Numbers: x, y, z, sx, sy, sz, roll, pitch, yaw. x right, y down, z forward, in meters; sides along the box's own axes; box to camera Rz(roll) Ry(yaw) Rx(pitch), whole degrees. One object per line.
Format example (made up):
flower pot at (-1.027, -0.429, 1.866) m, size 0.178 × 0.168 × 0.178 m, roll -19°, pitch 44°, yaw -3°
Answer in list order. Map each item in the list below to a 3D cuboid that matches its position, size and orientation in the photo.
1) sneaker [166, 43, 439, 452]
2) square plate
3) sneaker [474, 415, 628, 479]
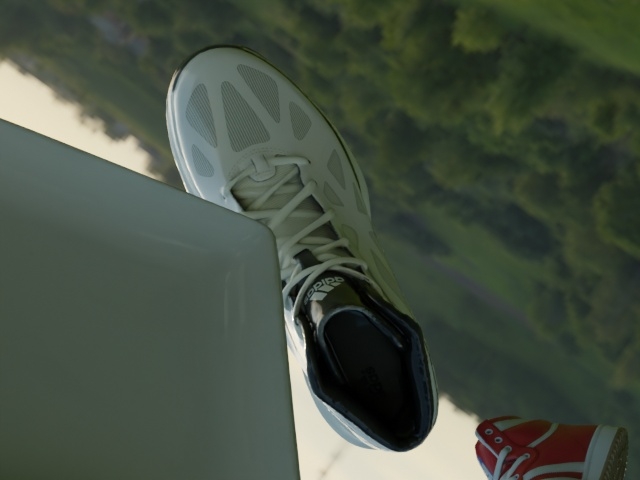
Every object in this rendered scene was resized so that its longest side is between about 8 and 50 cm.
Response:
sneaker at (0.001, 0.000, 1.502) m, size 0.448 × 0.169 × 0.257 m, roll 61°, pitch 174°, yaw -1°
square plate at (-0.173, 0.067, 1.071) m, size 0.347 × 0.049 × 0.344 m, roll 21°, pitch -140°, yaw -26°
sneaker at (0.090, 0.116, 0.697) m, size 0.067 × 0.042 × 0.118 m, roll 7°, pitch -154°, yaw 23°
